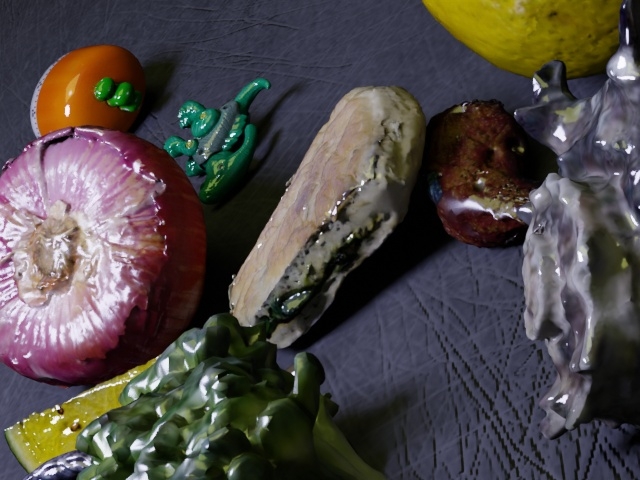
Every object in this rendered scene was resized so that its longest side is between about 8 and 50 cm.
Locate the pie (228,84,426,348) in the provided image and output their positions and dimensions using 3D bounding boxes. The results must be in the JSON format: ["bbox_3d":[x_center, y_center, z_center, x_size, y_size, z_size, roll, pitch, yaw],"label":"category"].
[{"bbox_3d":[0.002,-0.028,1.206,0.218,0.052,0.185,-52,23,28],"label":"pie"}]

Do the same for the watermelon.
[{"bbox_3d":[-0.131,0.148,1.155,0.181,0.092,0.075,-24,47,18],"label":"watermelon"}]

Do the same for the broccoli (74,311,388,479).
[{"bbox_3d":[-0.021,0.200,0.716,0.272,0.324,0.334,-1,89,25],"label":"broccoli"}]

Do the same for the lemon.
[{"bbox_3d":[0.165,-0.218,1.123,0.240,0.240,0.219,-84,16,-51],"label":"lemon"}]

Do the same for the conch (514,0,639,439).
[{"bbox_3d":[0.186,0.020,0.833,0.313,0.186,0.240,46,118,45],"label":"conch"}]

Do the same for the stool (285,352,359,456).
[{"bbox_3d":[-0.053,0.155,1.006,0.121,0.125,0.217,-27,41,25],"label":"stool"}]

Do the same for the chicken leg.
[{"bbox_3d":[0.130,-0.040,1.111,0.106,0.051,0.253,-41,30,-6],"label":"chicken leg"}]

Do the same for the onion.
[{"bbox_3d":[-0.180,0.016,1.344,0.230,0.163,0.230,-3,83,28],"label":"onion"}]

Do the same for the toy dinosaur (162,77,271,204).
[{"bbox_3d":[-0.085,-0.092,1.465,0.096,0.059,0.132,15,71,49],"label":"toy dinosaur"}]

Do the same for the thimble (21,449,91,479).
[{"bbox_3d":[-0.162,0.193,1.112,0.104,0.066,0.095,-22,78,16],"label":"thimble"}]

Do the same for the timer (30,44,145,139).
[{"bbox_3d":[-0.233,-0.147,1.687,0.136,0.099,0.136,-23,47,27],"label":"timer"}]
